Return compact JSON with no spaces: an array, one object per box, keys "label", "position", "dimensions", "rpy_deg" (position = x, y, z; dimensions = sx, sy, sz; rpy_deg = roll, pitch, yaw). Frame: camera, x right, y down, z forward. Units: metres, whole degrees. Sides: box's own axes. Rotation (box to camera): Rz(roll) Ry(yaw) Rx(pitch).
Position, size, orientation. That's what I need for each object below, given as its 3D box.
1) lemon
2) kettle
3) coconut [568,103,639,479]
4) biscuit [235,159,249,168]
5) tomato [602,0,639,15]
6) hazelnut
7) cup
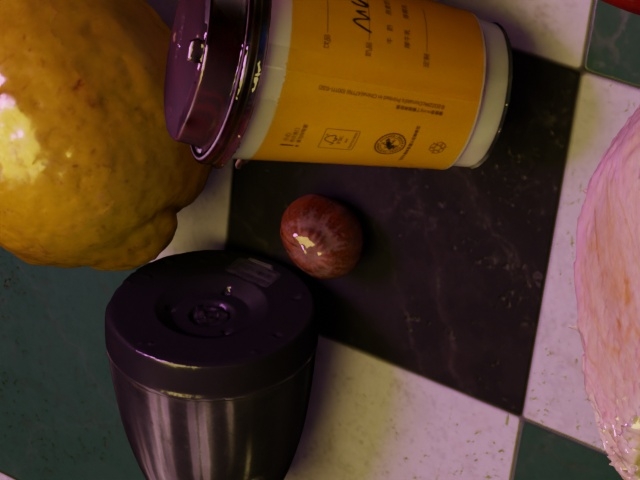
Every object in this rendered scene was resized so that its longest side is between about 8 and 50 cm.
[{"label":"lemon","position":[-0.250,-0.127,1.812],"dimensions":[0.285,0.285,0.316],"rpy_deg":[-15,125,39]},{"label":"kettle","position":[-0.124,0.169,1.895],"dimensions":[0.251,0.207,0.271],"rpy_deg":[14,125,23]},{"label":"coconut","position":[0.381,0.001,1.370],"dimensions":[0.404,0.404,0.404],"rpy_deg":[14,117,31]},{"label":"biscuit","position":[-0.007,-0.235,1.708],"dimensions":[0.054,0.094,0.379],"rpy_deg":[35,126,12]},{"label":"tomato","position":[0.275,-0.231,1.424],"dimensions":[0.233,0.200,0.139],"rpy_deg":[-34,49,46]},{"label":"hazelnut","position":[0.000,0.000,1.808],"dimensions":[0.086,0.086,0.086],"rpy_deg":[14,117,31]},{"label":"cup","position":[0.011,-0.146,1.606],"dimensions":[0.196,0.279,0.196],"rpy_deg":[-173,90,-72]}]
